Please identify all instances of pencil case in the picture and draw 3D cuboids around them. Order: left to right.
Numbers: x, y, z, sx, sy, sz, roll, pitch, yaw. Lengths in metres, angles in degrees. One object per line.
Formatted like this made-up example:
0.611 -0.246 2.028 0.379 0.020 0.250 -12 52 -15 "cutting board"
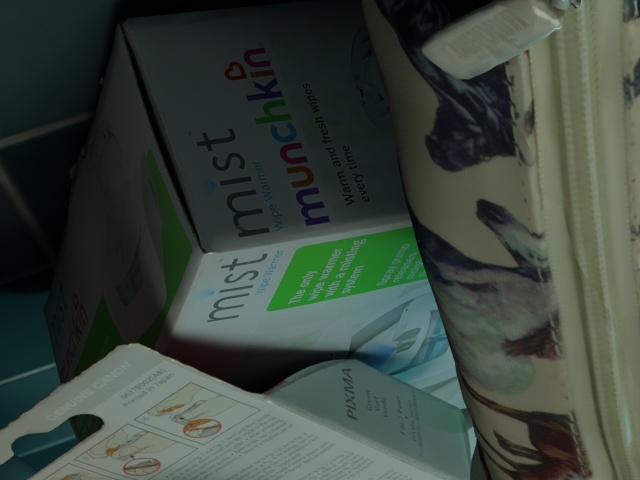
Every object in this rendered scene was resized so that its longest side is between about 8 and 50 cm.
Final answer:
0.100 -0.019 0.520 0.160 0.183 0.410 7 138 25 "pencil case"

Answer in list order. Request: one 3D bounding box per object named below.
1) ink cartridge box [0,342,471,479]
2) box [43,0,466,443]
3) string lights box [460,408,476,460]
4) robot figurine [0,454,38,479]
-0.064 0.108 0.734 0.181 0.056 0.225 -35 133 30 "ink cartridge box"
0.000 0.000 0.752 0.231 0.126 0.262 -10 154 -25 "box"
0.042 0.177 1.178 0.260 0.076 0.133 -34 151 25 "string lights box"
-0.287 0.230 0.896 0.354 0.199 0.300 -8 138 -23 "robot figurine"
